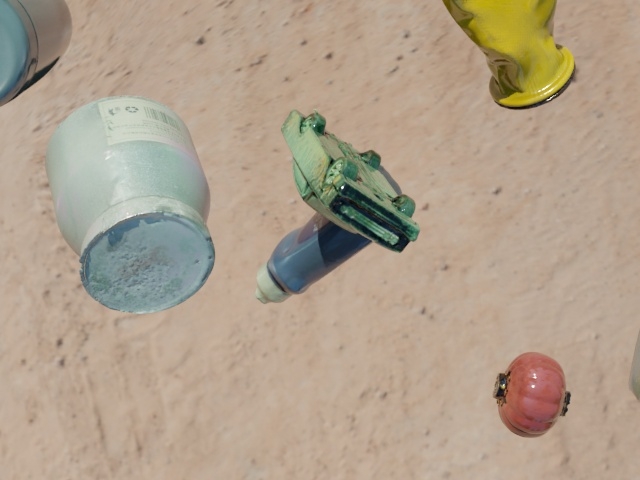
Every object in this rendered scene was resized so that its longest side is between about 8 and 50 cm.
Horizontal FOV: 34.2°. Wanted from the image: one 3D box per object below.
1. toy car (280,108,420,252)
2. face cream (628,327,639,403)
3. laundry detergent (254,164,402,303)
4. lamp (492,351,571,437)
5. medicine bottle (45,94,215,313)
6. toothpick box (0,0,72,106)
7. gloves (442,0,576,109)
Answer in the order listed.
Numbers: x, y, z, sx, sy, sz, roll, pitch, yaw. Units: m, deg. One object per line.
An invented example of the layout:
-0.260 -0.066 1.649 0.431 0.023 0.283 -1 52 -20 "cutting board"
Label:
0.032 -0.079 1.410 0.141 0.320 0.097 32 104 -24 "toy car"
0.349 0.130 1.058 0.070 0.224 0.114 11 100 0 "face cream"
0.000 0.000 1.653 0.094 0.143 0.290 40 121 -21 "laundry detergent"
0.263 0.192 1.296 0.092 0.107 0.107 14 90 -2 "lamp"
-0.291 -0.051 1.611 0.245 0.290 0.245 -10 132 -12 "medicine bottle"
-0.308 -0.197 0.991 0.120 0.184 0.120 1 109 4 "toothpick box"
0.223 -0.307 1.302 0.133 0.116 0.294 -56 136 -23 "gloves"
